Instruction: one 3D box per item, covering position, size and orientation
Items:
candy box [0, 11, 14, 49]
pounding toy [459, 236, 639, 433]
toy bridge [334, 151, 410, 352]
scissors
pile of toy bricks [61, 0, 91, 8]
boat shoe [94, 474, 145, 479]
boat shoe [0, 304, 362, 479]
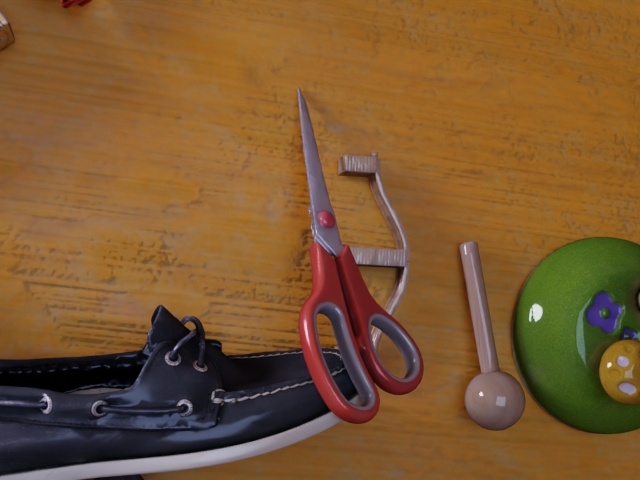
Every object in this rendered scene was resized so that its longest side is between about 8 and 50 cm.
[{"bbox_3d":[-0.350,-0.156,0.706,0.186,0.053,0.109,-37,94,-12],"label":"candy box"},{"bbox_3d":[0.249,0.083,0.794,0.236,0.110,0.183,1,84,-13],"label":"pounding toy"},{"bbox_3d":[0.046,0.015,0.796,0.063,0.026,0.188,3,84,-15],"label":"toy bridge"},{"bbox_3d":[0.000,0.000,0.732,0.109,0.021,0.297,-8,70,-39],"label":"scissors"},{"bbox_3d":[-0.173,-0.300,0.745,0.105,0.118,0.212,17,69,-43],"label":"pile of toy bricks"},{"bbox_3d":[-0.063,0.311,0.690,0.355,0.132,0.130,44,77,-7],"label":"boat shoe"},{"bbox_3d":[-0.132,0.107,0.696,0.339,0.127,0.113,-9,99,-4],"label":"boat shoe"}]
